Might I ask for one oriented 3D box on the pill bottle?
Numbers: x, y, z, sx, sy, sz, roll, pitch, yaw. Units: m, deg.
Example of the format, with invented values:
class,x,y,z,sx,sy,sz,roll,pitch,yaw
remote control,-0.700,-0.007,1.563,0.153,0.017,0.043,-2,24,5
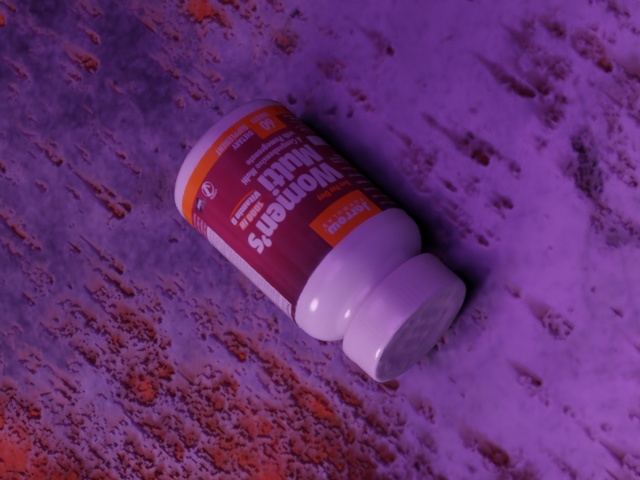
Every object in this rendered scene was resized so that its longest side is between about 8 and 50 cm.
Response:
class,x,y,z,sx,sy,sz,roll,pitch,yaw
pill bottle,0.000,0.000,1.336,0.221,0.121,0.121,42,108,22
